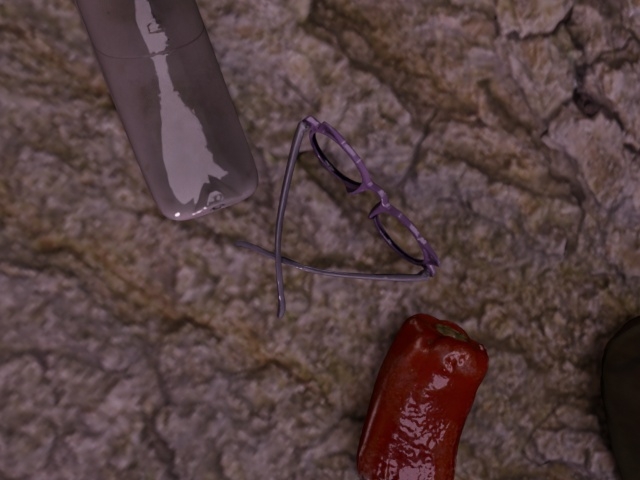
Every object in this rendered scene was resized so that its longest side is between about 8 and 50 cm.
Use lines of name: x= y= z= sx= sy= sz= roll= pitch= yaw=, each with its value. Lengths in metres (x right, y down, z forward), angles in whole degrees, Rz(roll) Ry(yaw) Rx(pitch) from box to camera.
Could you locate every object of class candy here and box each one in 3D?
candy: x=0.307 y=0.174 z=0.494 sx=0.102 sy=0.104 sz=0.234 roll=-28 pitch=99 yaw=-22

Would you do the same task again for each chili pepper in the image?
chili pepper: x=0.073 y=0.115 z=0.433 sx=0.070 sy=0.073 sz=0.123 roll=27 pitch=81 yaw=-59

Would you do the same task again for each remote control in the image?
remote control: x=-0.103 y=-0.127 z=0.386 sx=0.073 sy=0.044 sz=0.229 roll=-22 pitch=96 yaw=-21

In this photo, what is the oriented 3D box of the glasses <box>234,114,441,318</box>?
glasses: x=0.000 y=0.000 z=0.412 sx=0.104 sy=0.062 sz=0.140 roll=-41 pitch=101 yaw=-14
